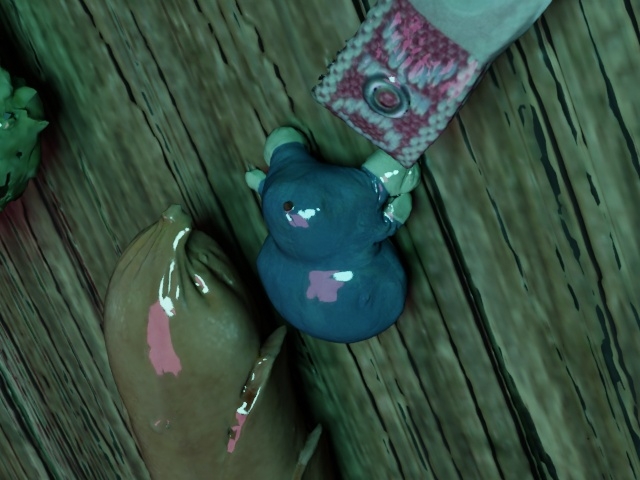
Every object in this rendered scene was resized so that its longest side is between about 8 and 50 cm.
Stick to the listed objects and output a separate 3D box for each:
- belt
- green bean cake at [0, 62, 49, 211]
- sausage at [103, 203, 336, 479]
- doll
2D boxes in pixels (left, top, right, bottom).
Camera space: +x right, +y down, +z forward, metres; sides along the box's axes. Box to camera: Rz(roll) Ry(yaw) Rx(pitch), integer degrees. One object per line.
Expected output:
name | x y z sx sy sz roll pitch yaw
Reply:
belt | 0.066 -0.104 0.566 0.053 0.071 0.232 38 142 -2
green bean cake | -0.261 -0.086 0.762 0.241 0.132 0.255 -2 137 46
sausage | -0.013 0.166 0.830 0.088 0.088 0.433 5 125 36
doll | 0.000 0.000 0.714 0.076 0.050 0.083 18 134 33
